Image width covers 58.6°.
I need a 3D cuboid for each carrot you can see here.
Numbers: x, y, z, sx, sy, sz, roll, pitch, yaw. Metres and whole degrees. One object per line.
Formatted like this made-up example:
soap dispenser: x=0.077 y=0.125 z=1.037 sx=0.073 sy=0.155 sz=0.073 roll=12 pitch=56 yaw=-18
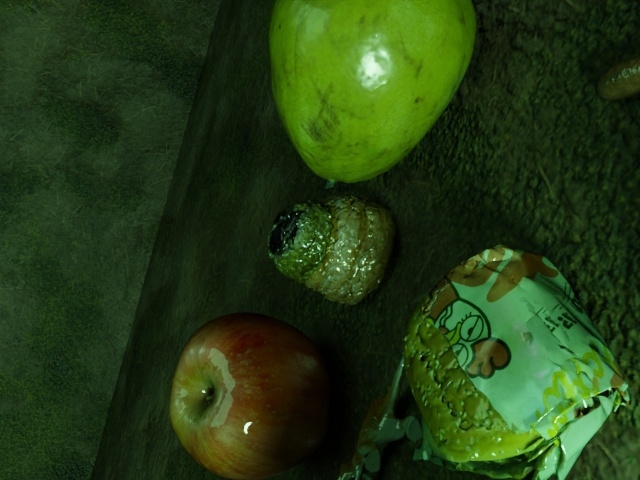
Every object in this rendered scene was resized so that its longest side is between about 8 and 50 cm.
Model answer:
carrot: x=0.321 y=-0.161 z=0.501 sx=0.165 sy=0.036 sz=0.035 roll=-13 pitch=65 yaw=57

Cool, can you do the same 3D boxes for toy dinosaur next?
toy dinosaur: x=0.078 y=0.244 z=0.741 sx=0.142 sy=0.057 sz=0.211 roll=149 pitch=145 yaw=-78

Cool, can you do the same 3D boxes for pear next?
pear: x=0.056 y=-0.234 z=0.795 sx=0.287 sy=0.288 sz=0.375 roll=-115 pitch=33 yaw=-51

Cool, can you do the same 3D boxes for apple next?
apple: x=-0.092 y=0.234 z=0.860 sx=0.242 sy=0.241 sz=0.241 roll=-16 pitch=67 yaw=41

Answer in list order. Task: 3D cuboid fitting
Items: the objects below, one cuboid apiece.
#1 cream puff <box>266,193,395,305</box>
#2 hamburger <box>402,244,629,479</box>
cream puff: x=0.000 y=0.000 z=0.866 sx=0.183 sy=0.169 sz=0.183 roll=-40 pitch=41 yaw=48
hamburger: x=0.157 y=0.134 z=0.547 sx=0.235 sy=0.125 sz=0.214 roll=-38 pitch=32 yaw=29
